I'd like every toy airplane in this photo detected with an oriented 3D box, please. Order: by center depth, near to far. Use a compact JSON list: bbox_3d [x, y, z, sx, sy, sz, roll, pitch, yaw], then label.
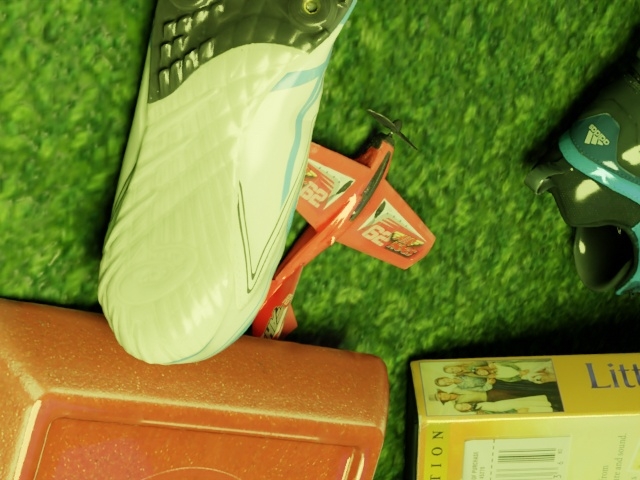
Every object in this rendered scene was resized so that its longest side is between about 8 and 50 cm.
[{"bbox_3d":[0.000,0.000,0.790,0.151,0.028,0.151,-25,131,-33],"label":"toy airplane"}]

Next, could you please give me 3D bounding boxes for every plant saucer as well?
[{"bbox_3d":[-0.084,0.171,0.733,0.258,0.048,0.259,12,96,-39],"label":"plant saucer"}]

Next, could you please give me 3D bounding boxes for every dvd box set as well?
[{"bbox_3d":[0.262,0.201,0.983,0.420,0.062,0.307,-2,127,-1],"label":"dvd box set"}]

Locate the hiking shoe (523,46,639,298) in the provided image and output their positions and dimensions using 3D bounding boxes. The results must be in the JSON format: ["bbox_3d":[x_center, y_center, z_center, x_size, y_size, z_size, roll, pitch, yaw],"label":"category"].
[{"bbox_3d":[0.223,-0.011,0.983,0.132,0.113,0.304,-37,138,4],"label":"hiking shoe"}]

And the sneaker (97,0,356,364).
[{"bbox_3d":[-0.038,-0.059,0.680,0.086,0.085,0.237,-30,140,-81],"label":"sneaker"}]
